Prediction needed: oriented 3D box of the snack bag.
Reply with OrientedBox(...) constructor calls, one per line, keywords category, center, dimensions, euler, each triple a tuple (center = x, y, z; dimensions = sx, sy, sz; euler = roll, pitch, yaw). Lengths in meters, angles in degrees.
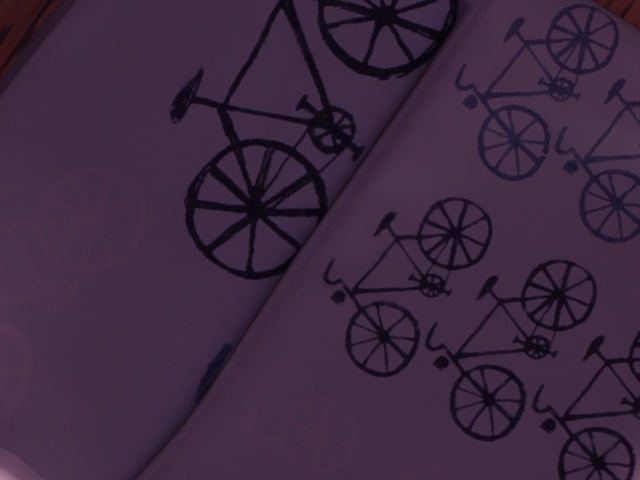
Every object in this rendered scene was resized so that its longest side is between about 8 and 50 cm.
OrientedBox(category="snack bag", center=(0.000, 0.000, 0.810), dimensions=(0.342, 0.037, 0.323), euler=(32, 74, 9))
